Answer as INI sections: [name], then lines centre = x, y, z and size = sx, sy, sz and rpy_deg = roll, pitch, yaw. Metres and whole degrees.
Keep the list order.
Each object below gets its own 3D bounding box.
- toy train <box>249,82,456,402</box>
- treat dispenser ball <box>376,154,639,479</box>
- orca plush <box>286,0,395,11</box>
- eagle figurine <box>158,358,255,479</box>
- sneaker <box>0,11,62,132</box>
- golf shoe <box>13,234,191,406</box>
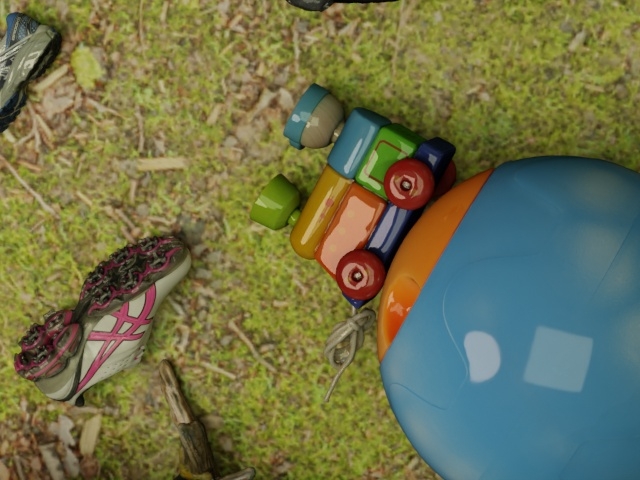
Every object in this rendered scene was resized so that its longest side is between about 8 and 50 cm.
[toy train]
centre = 0.000, 0.000, 1.580
size = 0.143, 0.105, 0.248
rpy_deg = 31, 105, 10
[treat dispenser ball]
centre = 0.187, 0.076, 1.470
size = 0.288, 0.288, 0.288
rpy_deg = 2, 103, 7
[orca plush]
centre = 0.036, -0.244, 1.532
size = 0.287, 0.102, 0.151
rpy_deg = -9, 70, -4
[eagle figurine]
centre = -0.200, 0.283, 1.608
size = 0.226, 0.298, 0.225
rpy_deg = 49, 151, 27
[sneaker]
centre = -0.281, -0.139, 1.611
size = 0.058, 0.052, 0.135
rpy_deg = 38, 98, 8
[golf shoe]
centre = -0.179, 0.070, 1.641
size = 0.186, 0.067, 0.086
rpy_deg = -40, 127, 10
